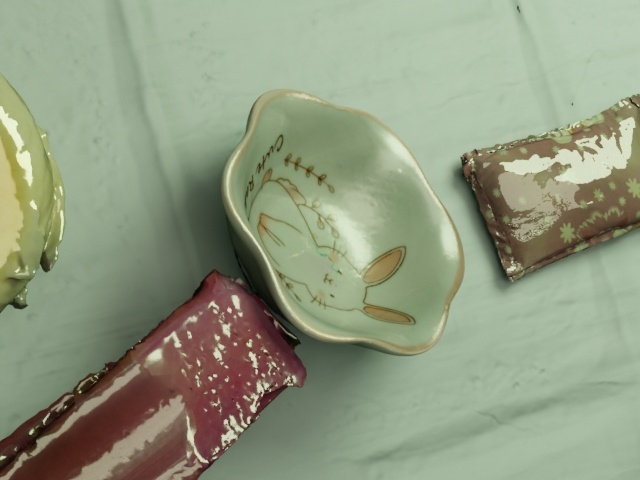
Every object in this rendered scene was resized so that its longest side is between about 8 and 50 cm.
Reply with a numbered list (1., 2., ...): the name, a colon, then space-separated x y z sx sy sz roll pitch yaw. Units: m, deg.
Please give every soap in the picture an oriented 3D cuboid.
1. soap: -0.137 0.143 1.296 0.289 0.182 0.112 -40 95 -16

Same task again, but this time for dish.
1. dish: 0.000 0.000 1.404 0.229 0.081 0.229 23 49 -29

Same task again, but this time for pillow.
1. pillow: 0.213 -0.045 1.519 0.185 0.043 0.118 -21 91 -21

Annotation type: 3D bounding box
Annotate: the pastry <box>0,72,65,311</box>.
1. pastry: -0.310 -0.028 1.287 0.265 0.133 0.265 3 81 -18
